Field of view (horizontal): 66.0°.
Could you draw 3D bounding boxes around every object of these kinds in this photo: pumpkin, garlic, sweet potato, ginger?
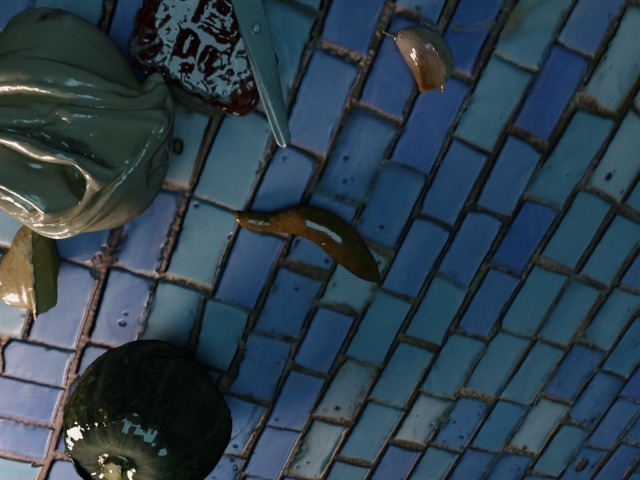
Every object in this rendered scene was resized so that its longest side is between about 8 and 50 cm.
[{"bbox_3d":[-0.348,0.364,0.982,0.291,0.257,0.327,-35,106,20],"label":"pumpkin"},{"bbox_3d":[0.190,-0.335,0.886,0.084,0.066,0.152,-35,116,7],"label":"garlic"},{"bbox_3d":[0.000,-0.007,0.984,0.346,0.079,0.108,25,118,-15],"label":"sweet potato"},{"bbox_3d":[-0.542,0.034,0.896,0.123,0.115,0.193,6,100,5],"label":"ginger"}]

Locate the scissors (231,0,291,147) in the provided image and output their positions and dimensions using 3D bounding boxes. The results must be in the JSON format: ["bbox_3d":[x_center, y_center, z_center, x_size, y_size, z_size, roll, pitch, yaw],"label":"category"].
[{"bbox_3d":[-0.110,-0.361,0.746,0.193,0.029,0.447,-19,103,-21],"label":"scissors"}]

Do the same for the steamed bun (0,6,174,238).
[{"bbox_3d":[-0.394,-0.147,0.753,0.310,0.219,0.324,34,120,-17],"label":"steamed bun"}]

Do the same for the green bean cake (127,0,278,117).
[{"bbox_3d":[-0.182,-0.326,0.808,0.233,0.097,0.198,28,105,-19],"label":"green bean cake"}]
